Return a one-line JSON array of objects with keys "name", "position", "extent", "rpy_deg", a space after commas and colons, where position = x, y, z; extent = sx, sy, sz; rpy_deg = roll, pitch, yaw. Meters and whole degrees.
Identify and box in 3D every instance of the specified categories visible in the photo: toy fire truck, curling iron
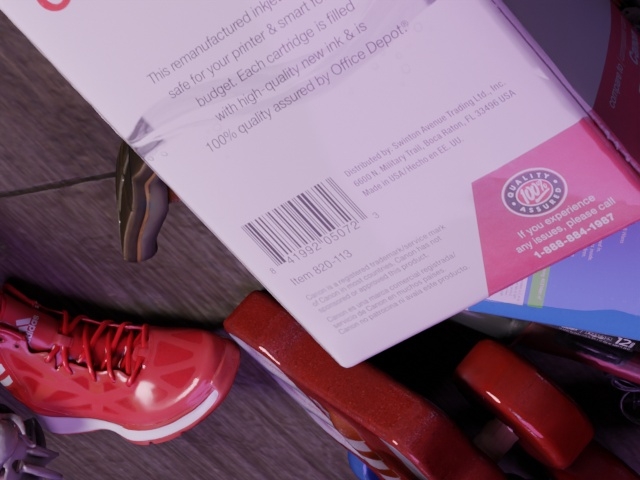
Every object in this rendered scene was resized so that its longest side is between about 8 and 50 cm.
[{"name": "toy fire truck", "position": [0.082, 0.164, 1.330], "extent": [0.254, 0.169, 0.302], "rpy_deg": [33, 170, 46]}, {"name": "curling iron", "position": [0.138, 0.067, 1.272], "extent": [0.274, 0.035, 0.068], "rpy_deg": [22, 147, -13]}]

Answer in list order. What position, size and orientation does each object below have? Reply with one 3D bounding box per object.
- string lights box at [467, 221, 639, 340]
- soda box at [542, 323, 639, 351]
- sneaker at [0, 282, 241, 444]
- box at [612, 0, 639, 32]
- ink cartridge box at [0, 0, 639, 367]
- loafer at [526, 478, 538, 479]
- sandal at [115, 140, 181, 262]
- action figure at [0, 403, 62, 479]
[{"name": "string lights box", "position": [0.191, -0.015, 1.048], "extent": [0.259, 0.077, 0.133], "rpy_deg": [10, 122, 5]}, {"name": "soda box", "position": [0.131, 0.012, 1.168], "extent": [0.169, 0.060, 0.053], "rpy_deg": [17, 149, -7]}, {"name": "sneaker", "position": [-0.172, 0.087, 1.369], "extent": [0.221, 0.087, 0.128], "rpy_deg": [-15, 139, 38]}, {"name": "box", "position": [0.217, -0.123, 0.959], "extent": [0.137, 0.027, 0.094], "rpy_deg": [26, 146, -20]}, {"name": "ink cartridge box", "position": [0.010, -0.101, 0.904], "extent": [0.207, 0.117, 0.283], "rpy_deg": [-29, 115, 32]}, {"name": "loafer", "position": [0.227, 0.219, 1.465], "extent": [0.170, 0.062, 0.061], "rpy_deg": [21, 125, -18]}, {"name": "sandal", "position": [-0.087, -0.054, 1.130], "extent": [0.060, 0.090, 0.219], "rpy_deg": [1, 148, -12]}, {"name": "action figure", "position": [-0.319, 0.147, 1.460], "extent": [0.285, 0.099, 0.185], "rpy_deg": [-4, 147, 45]}]
